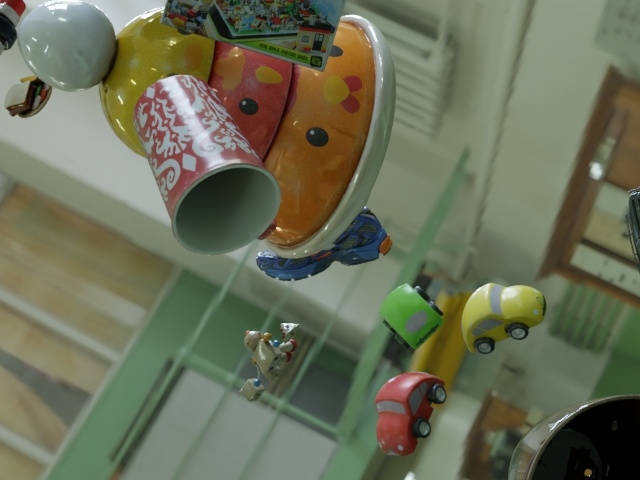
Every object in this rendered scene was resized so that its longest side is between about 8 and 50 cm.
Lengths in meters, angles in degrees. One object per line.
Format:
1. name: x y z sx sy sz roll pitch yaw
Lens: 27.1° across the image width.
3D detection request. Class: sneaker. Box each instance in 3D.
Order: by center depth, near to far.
1. sneaker: 0.000 0.000 2.088 0.083 0.221 0.087 -65 -43 -68

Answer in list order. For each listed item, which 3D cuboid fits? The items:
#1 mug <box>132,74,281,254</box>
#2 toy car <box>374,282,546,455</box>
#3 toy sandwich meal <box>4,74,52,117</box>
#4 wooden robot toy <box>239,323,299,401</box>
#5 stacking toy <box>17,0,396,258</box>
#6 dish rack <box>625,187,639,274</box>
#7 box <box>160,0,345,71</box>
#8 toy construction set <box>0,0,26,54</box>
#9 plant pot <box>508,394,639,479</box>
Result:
1. mug: -0.121 -0.070 1.350 0.113 0.169 0.150 -22 -41 -11
2. toy car: 0.115 0.102 1.472 0.239 0.053 0.225 -45 29 1
3. toy sandwich meal: -0.440 -0.222 2.004 0.029 0.085 0.086 36 -101 -42
4. wooden robot toy: -0.096 0.185 2.242 0.076 0.079 0.173 -19 -36 -49
5. stacking toy: -0.171 -0.191 1.761 0.350 0.479 0.351 -39 43 50
6. dish rack: 0.608 -0.016 2.224 0.074 0.208 0.271 -8 -7 -32
7. box: -0.079 -0.287 1.597 0.036 0.206 0.114 -109 35 -74
8. toy construction set: -0.545 -0.345 1.782 0.237 0.257 0.309 -20 62 57
9. plant pot: 0.282 0.259 1.390 0.215 0.215 0.230 -62 7 -5
